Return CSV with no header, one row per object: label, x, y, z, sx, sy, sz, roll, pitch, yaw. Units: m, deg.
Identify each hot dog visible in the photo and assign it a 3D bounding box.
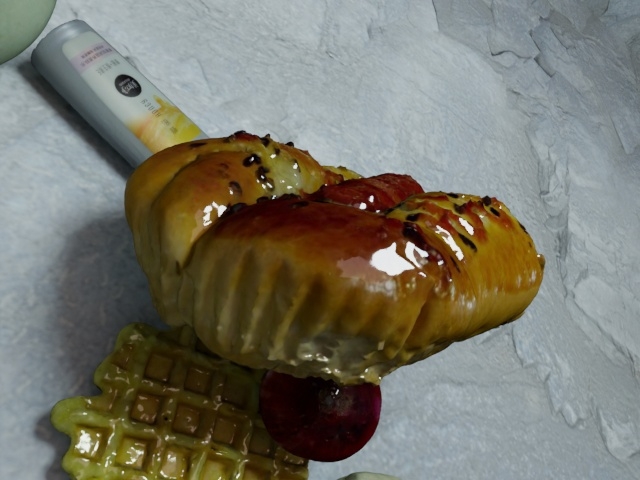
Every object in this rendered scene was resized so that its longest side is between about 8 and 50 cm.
hot dog,0.000,0.000,0.554,0.366,0.368,0.195,-10,116,-49

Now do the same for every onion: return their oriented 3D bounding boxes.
onion,0.000,0.164,0.552,0.131,0.131,0.131,18,57,-30

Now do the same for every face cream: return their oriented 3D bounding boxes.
face cream,-0.225,-0.148,0.662,0.269,0.073,0.107,46,56,-11

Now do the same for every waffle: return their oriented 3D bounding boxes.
waffle,-0.110,0.210,0.570,0.307,0.060,0.312,54,49,-3

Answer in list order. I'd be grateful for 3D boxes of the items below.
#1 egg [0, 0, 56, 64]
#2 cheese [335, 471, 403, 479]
egg,-0.375,-0.282,0.538,0.187,0.187,0.253,23,55,-27
cheese,0.039,0.383,0.564,0.159,0.093,0.262,43,49,-19
